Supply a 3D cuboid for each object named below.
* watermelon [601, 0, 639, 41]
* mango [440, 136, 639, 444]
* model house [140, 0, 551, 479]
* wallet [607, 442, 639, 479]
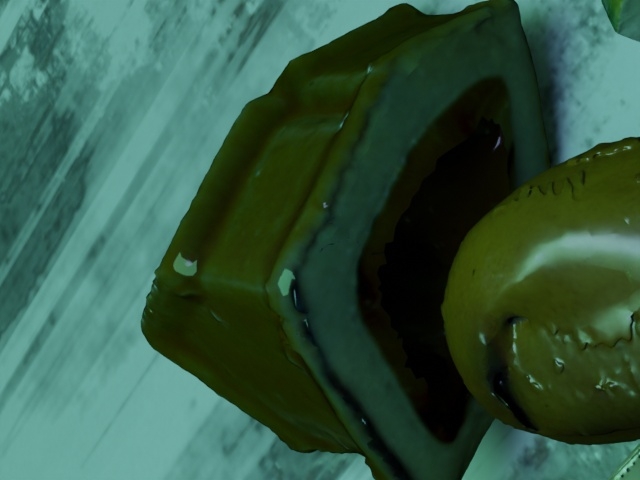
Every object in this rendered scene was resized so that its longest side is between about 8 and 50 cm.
[{"bbox_3d":[0.250,-0.219,0.744,0.180,0.224,0.305,38,123,-14],"label":"watermelon"},{"bbox_3d":[0.172,0.014,0.804,0.249,0.156,0.151,-26,37,39],"label":"mango"},{"bbox_3d":[0.008,-0.006,0.970,0.239,0.173,0.268,7,64,55],"label":"model house"},{"bbox_3d":[0.198,0.186,0.852,0.155,0.039,0.110,46,121,32],"label":"wallet"}]
